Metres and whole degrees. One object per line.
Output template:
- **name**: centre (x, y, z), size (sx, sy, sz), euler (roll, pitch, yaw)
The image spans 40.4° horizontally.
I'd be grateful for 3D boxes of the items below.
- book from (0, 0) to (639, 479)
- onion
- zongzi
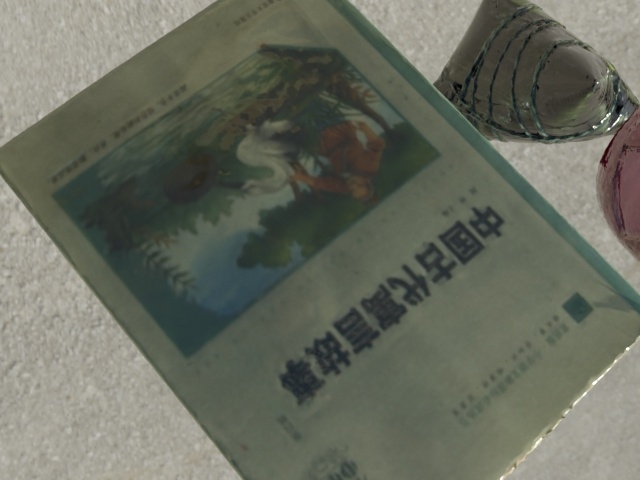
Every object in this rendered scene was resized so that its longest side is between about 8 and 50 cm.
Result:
- **book**: centre (0.000, 0.000, 0.434), size (0.215, 0.283, 0.025), euler (-40, 167, -16)
- **onion**: centre (0.420, -0.091, 1.048), size (0.111, 0.247, 0.250), euler (28, 122, -16)
- **zongzi**: centre (0.361, -0.269, 1.456), size (0.319, 0.383, 0.362), euler (-67, 162, 7)
